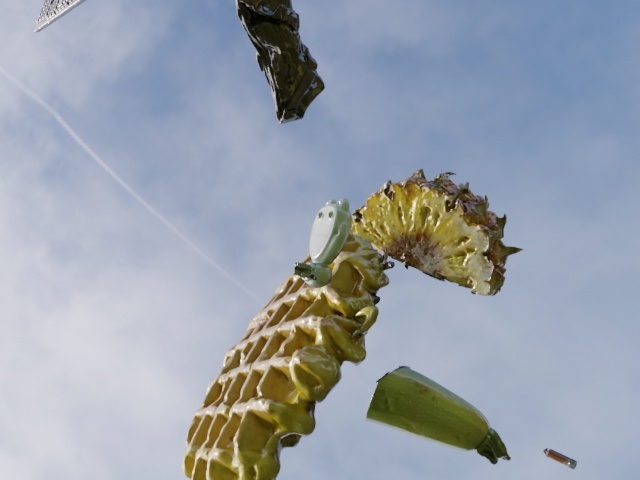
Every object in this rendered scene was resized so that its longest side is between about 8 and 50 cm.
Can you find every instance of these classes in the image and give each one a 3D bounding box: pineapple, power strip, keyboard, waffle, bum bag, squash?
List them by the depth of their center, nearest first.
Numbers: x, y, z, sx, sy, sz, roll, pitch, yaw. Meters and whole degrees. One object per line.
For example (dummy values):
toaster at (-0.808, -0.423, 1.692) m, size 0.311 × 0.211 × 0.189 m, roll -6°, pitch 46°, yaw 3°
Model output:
power strip at (0.000, 0.000, 0.637) m, size 0.035 × 0.055 × 0.083 m, roll 20°, pitch -99°, yaw -27°
waffle at (-0.041, 0.120, 0.718) m, size 0.062 × 0.329 × 0.329 m, roll 38°, pitch -84°, yaw -11°
pineapple at (0.145, -0.030, 0.913) m, size 0.079 × 0.233 × 0.135 m, roll -18°, pitch -57°, yaw -52°
keyboard at (-0.321, -0.325, 0.933) m, size 0.010 × 0.198 × 0.063 m, roll 25°, pitch -113°, yaw -41°
bum bag at (-0.066, -0.329, 1.240) m, size 0.102 × 0.069 × 0.248 m, roll -38°, pitch -57°, yaw -33°
squash at (0.242, 0.336, 1.398) m, size 0.288 × 0.137 × 0.137 m, roll 17°, pitch -74°, yaw 10°

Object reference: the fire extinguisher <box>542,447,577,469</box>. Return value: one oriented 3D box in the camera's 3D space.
fire extinguisher at (0.556, 0.508, 1.675) m, size 0.022 × 0.083 × 0.028 m, roll -52°, pitch -43°, yaw -22°
